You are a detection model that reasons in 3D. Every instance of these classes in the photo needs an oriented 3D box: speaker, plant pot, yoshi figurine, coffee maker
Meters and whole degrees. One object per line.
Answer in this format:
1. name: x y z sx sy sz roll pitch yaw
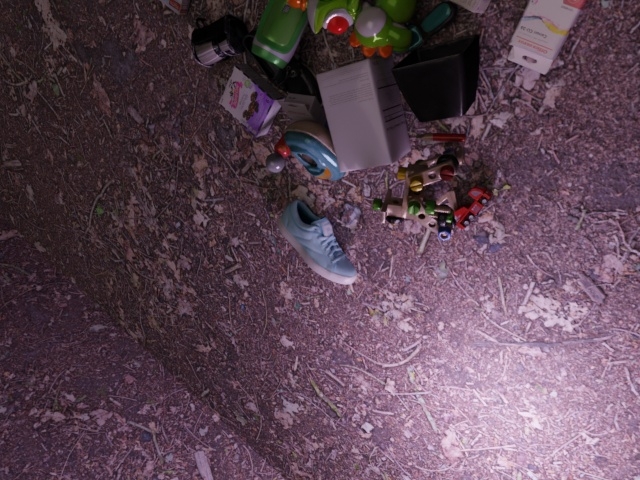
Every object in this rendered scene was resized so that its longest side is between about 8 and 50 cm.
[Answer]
1. speaker: -0.093 -0.670 1.439 0.131 0.131 0.296 33 104 17
2. plant pot: 0.326 -0.424 1.302 0.188 0.187 0.167 -2 123 34
3. yoshi figurine: 0.100 -0.641 1.284 0.362 0.203 0.203 29 134 0
4. coffee maker: -0.348 -0.697 1.654 0.178 0.120 0.171 -6 107 35

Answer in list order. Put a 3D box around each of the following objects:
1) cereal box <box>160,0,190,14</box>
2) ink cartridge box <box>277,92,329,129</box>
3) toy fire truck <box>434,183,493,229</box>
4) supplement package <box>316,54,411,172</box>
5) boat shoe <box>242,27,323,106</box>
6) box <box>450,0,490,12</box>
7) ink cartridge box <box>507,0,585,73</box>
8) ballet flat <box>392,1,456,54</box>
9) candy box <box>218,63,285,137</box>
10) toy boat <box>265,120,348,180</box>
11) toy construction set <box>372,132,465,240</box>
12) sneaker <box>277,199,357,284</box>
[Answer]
1. cereal box: -0.509 -0.943 1.694 0.173 0.047 0.240 40 128 12
2. ink cartridge box: -0.049 -0.410 1.554 0.104 0.180 0.060 16 75 27
3. toy fire truck: 0.410 -0.107 1.465 0.135 0.047 0.192 41 126 14
4. supplement package: 0.134 -0.373 1.444 0.177 0.175 0.293 -4 108 33
5. boat shoe: -0.126 -0.552 1.575 0.127 0.113 0.340 -38 88 39
6. box: 0.306 -0.679 1.234 0.275 0.113 0.094 34 125 15
7. ink cartridge box: 0.542 -0.515 1.178 0.115 0.067 0.198 31 125 18
8. ballet flat: 0.282 -0.571 1.324 0.203 0.074 0.074 -24 96 39
9. candy box: -0.244 -0.491 1.709 0.196 0.070 0.165 43 128 9
10. toy boat: -0.053 -0.277 1.597 0.318 0.148 0.267 17 165 46
11. toy construction set: 0.269 -0.166 1.371 0.237 0.309 0.257 7 157 20
12. sneaker: 0.000 0.000 1.731 0.366 0.135 0.150 41 131 10
